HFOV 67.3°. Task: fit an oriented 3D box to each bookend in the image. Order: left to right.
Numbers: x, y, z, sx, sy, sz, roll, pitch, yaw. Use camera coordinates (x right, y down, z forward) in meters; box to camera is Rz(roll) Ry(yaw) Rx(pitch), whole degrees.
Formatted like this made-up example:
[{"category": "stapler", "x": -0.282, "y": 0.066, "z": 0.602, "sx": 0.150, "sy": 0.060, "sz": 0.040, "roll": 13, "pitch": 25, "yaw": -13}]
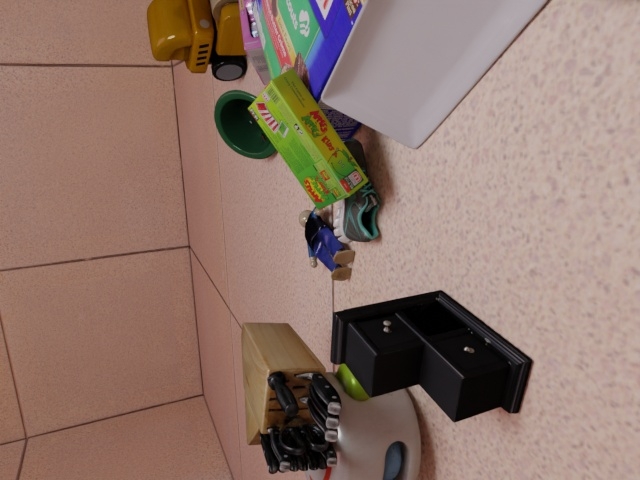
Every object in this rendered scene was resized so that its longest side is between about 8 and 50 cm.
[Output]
[{"category": "bookend", "x": 0.114, "y": 0.134, "z": 0.541, "sx": 0.156, "sy": 0.157, "sz": 0.072, "roll": -135, "pitch": 42, "yaw": -57}]

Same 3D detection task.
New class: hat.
[{"category": "hat", "x": -0.149, "y": -0.320, "z": 1.197, "sx": 0.208, "sy": 0.183, "sz": 0.173, "roll": 19, "pitch": 132, "yaw": 19}]

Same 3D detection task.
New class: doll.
[{"category": "doll", "x": 0.000, "y": 0.000, "z": 0.914, "sx": 0.189, "sy": 0.046, "sz": 0.129, "roll": -125, "pitch": 36, "yaw": -48}]

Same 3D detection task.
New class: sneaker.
[{"category": "sneaker", "x": 0.063, "y": -0.073, "z": 0.742, "sx": 0.076, "sy": 0.065, "sz": 0.167, "roll": 16, "pitch": 116, "yaw": 48}]

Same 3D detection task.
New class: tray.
[{"category": "tray", "x": 0.106, "y": -0.210, "z": 0.512, "sx": 0.030, "sy": 0.145, "sz": 0.270, "roll": -69, "pitch": 8, "yaw": -28}]

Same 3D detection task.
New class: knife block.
[{"category": "knife block", "x": -0.047, "y": 0.200, "z": 0.707, "sx": 0.242, "sy": 0.088, "sz": 0.276, "roll": 118, "pitch": 150, "yaw": -48}]

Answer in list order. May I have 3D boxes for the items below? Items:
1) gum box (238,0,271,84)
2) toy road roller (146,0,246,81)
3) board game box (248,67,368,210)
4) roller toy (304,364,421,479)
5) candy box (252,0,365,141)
[{"category": "gum box", "x": -0.105, "y": -0.386, "z": 0.922, "sx": 0.188, "sy": 0.062, "sz": 0.107, "roll": 24, "pitch": -122, "yaw": -85}, {"category": "toy road roller", "x": -0.300, "y": -0.553, "z": 1.198, "sx": 0.329, "sy": 0.240, "sz": 0.203, "roll": 142, "pitch": 118, "yaw": -64}, {"category": "board game box", "x": -0.019, "y": -0.136, "z": 0.678, "sx": 0.181, "sy": 0.043, "sz": 0.092, "roll": 55, "pitch": 152, "yaw": -9}, {"category": "roller toy", "x": 0.059, "y": 0.300, "z": 0.738, "sx": 0.209, "sy": 0.146, "sz": 0.191, "roll": 121, "pitch": 147, "yaw": -52}, {"category": "candy box", "x": 0.016, "y": -0.328, "z": 0.669, "sx": 0.317, "sy": 0.122, "sz": 0.268, "roll": 136, "pitch": 121, "yaw": -62}]
